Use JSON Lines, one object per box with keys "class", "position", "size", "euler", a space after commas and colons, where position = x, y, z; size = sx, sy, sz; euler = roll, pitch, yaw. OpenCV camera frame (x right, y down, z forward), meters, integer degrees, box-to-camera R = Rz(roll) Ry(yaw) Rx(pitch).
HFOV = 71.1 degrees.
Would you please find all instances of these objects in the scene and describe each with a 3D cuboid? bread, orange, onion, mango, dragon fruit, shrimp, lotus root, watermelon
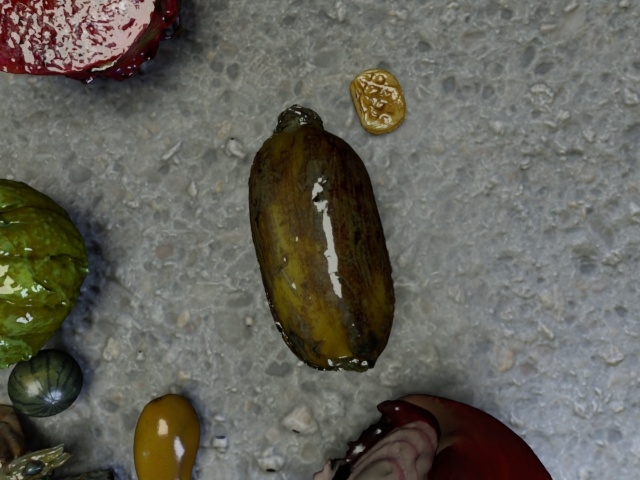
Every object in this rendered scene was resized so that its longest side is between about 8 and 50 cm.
{"class": "bread", "position": [0.096, -0.230, 0.738], "size": [0.083, 0.044, 0.111], "euler": [-18, 85, 2]}
{"class": "orange", "position": [-0.506, 0.054, 0.701], "size": [0.299, 0.223, 0.302], "euler": [10, 90, 19]}
{"class": "onion", "position": [0.141, 0.382, 0.560], "size": [0.340, 0.341, 0.342], "euler": [-1, 85, 7]}
{"class": "mango", "position": [-0.243, 0.336, 0.714], "size": [0.102, 0.085, 0.184], "euler": [1, 95, 3]}
{"class": "dragon fruit", "position": [-0.406, -0.423, 0.721], "size": [0.386, 0.249, 0.371], "euler": [-41, 97, 6]}
{"class": "shrimp", "position": [-0.536, 0.344, 0.730], "size": [0.316, 0.077, 0.168], "euler": [-11, 52, 9]}
{"class": "lotus root", "position": [0.000, 0.000, 0.661], "size": [0.195, 0.179, 0.398], "euler": [-11, 85, 4]}
{"class": "watermelon", "position": [-0.455, 0.226, 0.743], "size": [0.105, 0.105, 0.133], "euler": [-49, 45, 1]}

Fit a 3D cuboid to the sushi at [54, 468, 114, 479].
{"class": "sushi", "position": [-0.427, 0.444, 0.701], "size": [0.225, 0.136, 0.126], "euler": [-24, 80, 11]}
